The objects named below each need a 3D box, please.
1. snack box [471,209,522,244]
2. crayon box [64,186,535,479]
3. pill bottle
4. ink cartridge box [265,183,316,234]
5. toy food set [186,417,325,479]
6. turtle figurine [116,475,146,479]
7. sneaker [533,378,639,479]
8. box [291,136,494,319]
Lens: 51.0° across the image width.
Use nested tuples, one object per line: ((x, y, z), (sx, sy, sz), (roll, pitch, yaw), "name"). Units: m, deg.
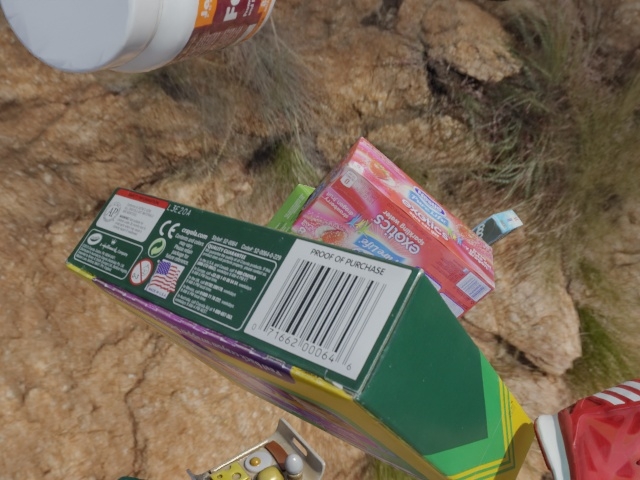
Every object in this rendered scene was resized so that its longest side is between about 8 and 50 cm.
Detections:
((0.401, 0.034, 1.886), (0.322, 0.187, 0.060), (-40, 76, 29), "snack box")
((-0.016, 0.102, 0.639), (0.362, 0.313, 0.106), (16, 68, 40), "crayon box")
((-0.229, -0.355, 0.922), (0.223, 0.392, 0.224), (8, 115, 17), "pill bottle")
((0.000, 0.000, 1.419), (0.189, 0.255, 0.097), (-50, 61, 19), "ink cartridge box")
((-0.170, 0.602, 1.760), (0.306, 0.219, 0.093), (-21, 125, -30), "toy food set")
((-0.329, 0.499, 1.043), (0.118, 0.175, 0.234), (13, 101, -19), "turtle figurine")
((0.241, 0.178, 0.493), (0.128, 0.221, 0.087), (-40, 111, 18), "sneaker")
((0.122, -0.001, 1.090), (0.300, 0.142, 0.154), (39, 117, -8), "box")
